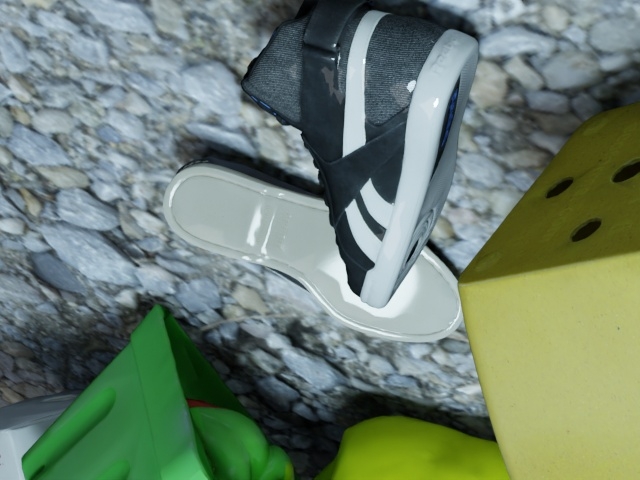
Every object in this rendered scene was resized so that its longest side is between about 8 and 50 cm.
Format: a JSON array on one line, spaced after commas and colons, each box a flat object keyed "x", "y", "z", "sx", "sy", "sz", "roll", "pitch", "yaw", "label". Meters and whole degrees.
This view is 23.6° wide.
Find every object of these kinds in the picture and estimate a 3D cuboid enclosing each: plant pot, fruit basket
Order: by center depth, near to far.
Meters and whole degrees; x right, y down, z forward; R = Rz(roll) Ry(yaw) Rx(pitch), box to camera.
[{"x": 0.193, "y": 0.038, "z": 0.730, "sx": 0.212, "sy": 0.212, "sz": 0.187, "roll": -15, "pitch": 117, "yaw": 52, "label": "plant pot"}, {"x": 0.002, "y": 0.224, "z": 1.194, "sx": 0.392, "sy": 0.392, "sz": 0.283, "roll": 47, "pitch": -171, "yaw": -30, "label": "fruit basket"}]

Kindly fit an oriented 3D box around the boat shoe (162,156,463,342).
[{"x": 0.000, "y": 0.000, "z": 0.994, "sx": 0.206, "sy": 0.075, "sz": 0.065, "roll": 24, "pitch": -165, "yaw": -2, "label": "boat shoe"}]

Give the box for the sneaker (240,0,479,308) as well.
[{"x": 0.013, "y": -0.058, "z": 0.860, "sx": 0.121, "sy": 0.079, "sz": 0.217, "roll": 26, "pitch": 143, "yaw": 11, "label": "sneaker"}]

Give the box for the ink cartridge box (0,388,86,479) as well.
[{"x": -0.229, "y": 0.260, "z": 1.378, "sx": 0.171, "sy": 0.168, "sz": 0.233, "roll": -10, "pitch": 93, "yaw": 48, "label": "ink cartridge box"}]
